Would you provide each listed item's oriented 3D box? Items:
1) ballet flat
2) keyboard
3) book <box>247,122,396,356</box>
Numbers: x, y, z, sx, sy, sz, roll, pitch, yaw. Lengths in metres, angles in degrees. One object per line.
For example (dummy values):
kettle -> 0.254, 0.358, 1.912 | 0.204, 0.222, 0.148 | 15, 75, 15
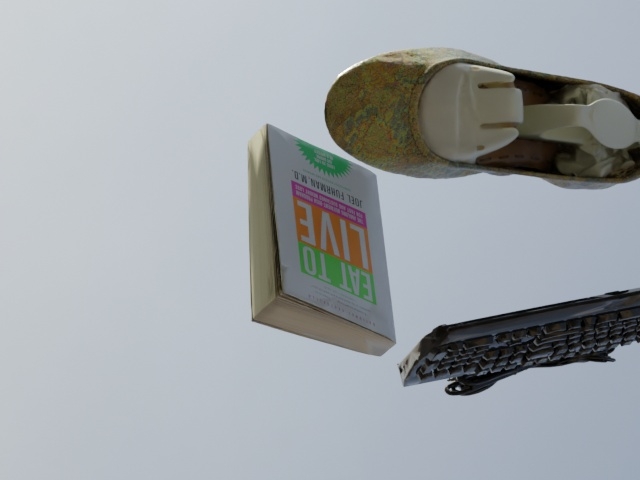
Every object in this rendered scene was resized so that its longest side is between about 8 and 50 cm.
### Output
ballet flat -> 0.173, -0.108, 1.311 | 0.123, 0.348, 0.123 | -16, -108, 57
keyboard -> 0.217, 0.085, 1.240 | 0.201, 0.317, 0.033 | 119, -40, -68
book -> 0.000, 0.000, 0.952 | 0.035, 0.096, 0.144 | -43, -141, 37
